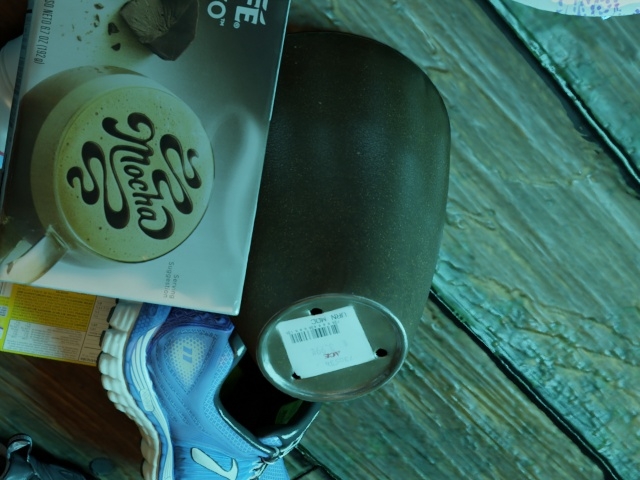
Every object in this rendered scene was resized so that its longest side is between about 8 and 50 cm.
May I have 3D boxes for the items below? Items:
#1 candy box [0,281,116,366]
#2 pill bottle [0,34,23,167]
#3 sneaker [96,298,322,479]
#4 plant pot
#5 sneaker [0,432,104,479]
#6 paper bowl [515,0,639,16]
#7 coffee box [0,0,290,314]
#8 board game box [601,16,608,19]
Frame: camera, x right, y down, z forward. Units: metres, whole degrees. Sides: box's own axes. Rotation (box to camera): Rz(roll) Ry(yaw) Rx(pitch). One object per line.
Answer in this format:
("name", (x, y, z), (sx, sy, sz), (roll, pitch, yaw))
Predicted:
("candy box", (-0.227, 0.052, 1.614), (0.206, 0.027, 0.105), (11, 132, -13))
("pill bottle", (-0.262, -0.087, 1.449), (0.160, 0.087, 0.087), (-27, 128, 19))
("sneaker", (-0.068, 0.156, 1.608), (0.147, 0.129, 0.330), (9, 148, 21))
("plant pot", (0.000, 0.000, 1.451), (0.215, 0.230, 0.215), (-2, 131, -2))
("sneaker", (-0.323, 0.259, 1.746), (0.269, 0.101, 0.153), (-32, 126, 15))
("paper bowl", (0.176, -0.295, 1.233), (0.284, 0.148, 0.284), (2, 117, 4))
("coffee box", (-0.118, -0.113, 1.320), (0.168, 0.119, 0.297), (10, 94, -11))
("board game box", (0.260, -0.262, 1.367), (0.211, 0.039, 0.160), (-23, 128, 16))
